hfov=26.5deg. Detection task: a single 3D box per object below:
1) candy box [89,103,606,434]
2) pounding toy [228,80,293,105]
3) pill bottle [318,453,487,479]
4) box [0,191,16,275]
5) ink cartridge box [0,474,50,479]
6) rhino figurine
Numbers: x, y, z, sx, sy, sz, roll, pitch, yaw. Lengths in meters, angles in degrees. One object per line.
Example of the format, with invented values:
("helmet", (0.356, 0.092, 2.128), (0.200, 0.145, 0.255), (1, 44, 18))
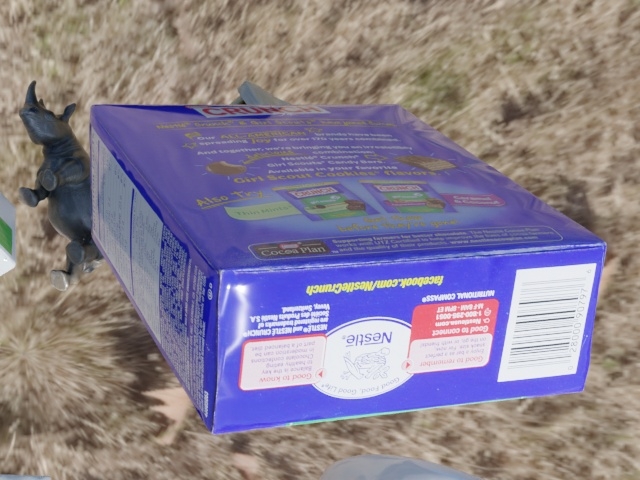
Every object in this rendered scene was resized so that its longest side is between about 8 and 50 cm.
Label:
("candy box", (0.000, 0.000, 0.964), (0.268, 0.317, 0.122), (-3, 115, -22))
("pounding toy", (-0.063, -0.029, 1.534), (0.155, 0.154, 0.269), (-38, 72, 24))
("pill bottle", (0.049, 0.395, 1.105), (0.224, 0.224, 0.392), (25, 62, -9))
("box", (-0.327, -0.010, 1.156), (0.102, 0.087, 0.101), (-30, 128, 10))
("ink cartridge box", (-0.381, 0.419, 1.669), (0.078, 0.134, 0.231), (10, 54, -36))
("rhino figurine", (-0.303, -0.071, 1.606), (0.073, 0.106, 0.243), (-13, 100, 28))
